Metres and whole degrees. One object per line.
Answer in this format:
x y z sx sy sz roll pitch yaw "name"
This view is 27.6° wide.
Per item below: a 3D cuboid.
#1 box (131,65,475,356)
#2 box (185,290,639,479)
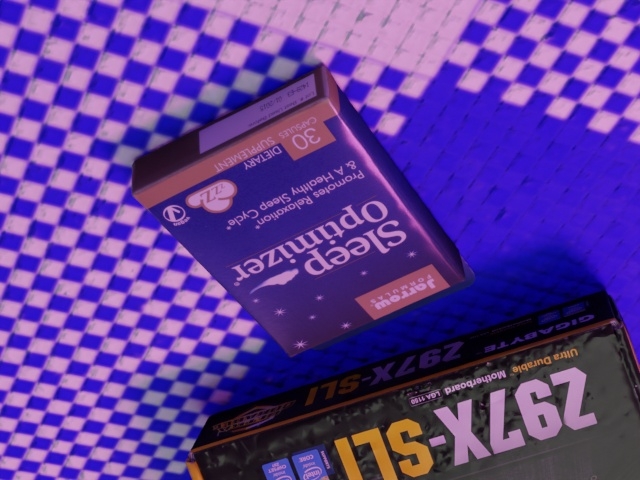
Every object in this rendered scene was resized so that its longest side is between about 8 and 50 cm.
0.000 0.000 0.832 0.136 0.036 0.225 -25 134 17 "box"
0.099 0.207 0.942 0.322 0.079 0.257 -18 101 11 "box"
